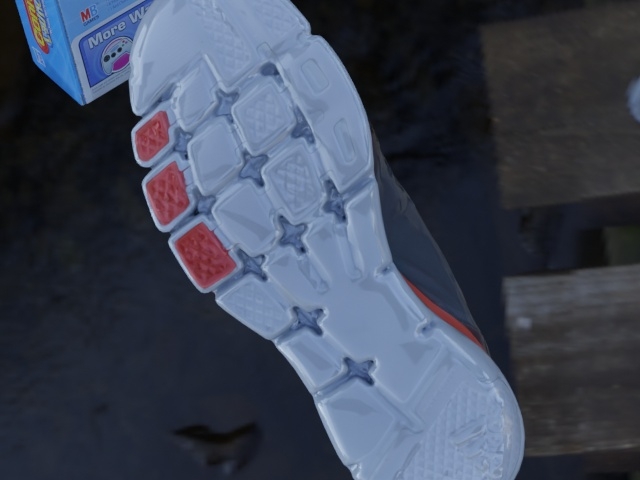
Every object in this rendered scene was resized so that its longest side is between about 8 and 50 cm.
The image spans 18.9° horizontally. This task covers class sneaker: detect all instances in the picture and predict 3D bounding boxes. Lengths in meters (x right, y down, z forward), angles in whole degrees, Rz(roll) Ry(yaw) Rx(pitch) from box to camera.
[{"bbox_3d":[0.000,0.000,0.511,0.061,0.065,0.158,-26,100,10],"label":"sneaker"}]

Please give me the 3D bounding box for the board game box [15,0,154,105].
[{"bbox_3d":[-0.126,-0.314,1.594,0.308,0.302,0.086,-33,50,-22],"label":"board game box"}]
